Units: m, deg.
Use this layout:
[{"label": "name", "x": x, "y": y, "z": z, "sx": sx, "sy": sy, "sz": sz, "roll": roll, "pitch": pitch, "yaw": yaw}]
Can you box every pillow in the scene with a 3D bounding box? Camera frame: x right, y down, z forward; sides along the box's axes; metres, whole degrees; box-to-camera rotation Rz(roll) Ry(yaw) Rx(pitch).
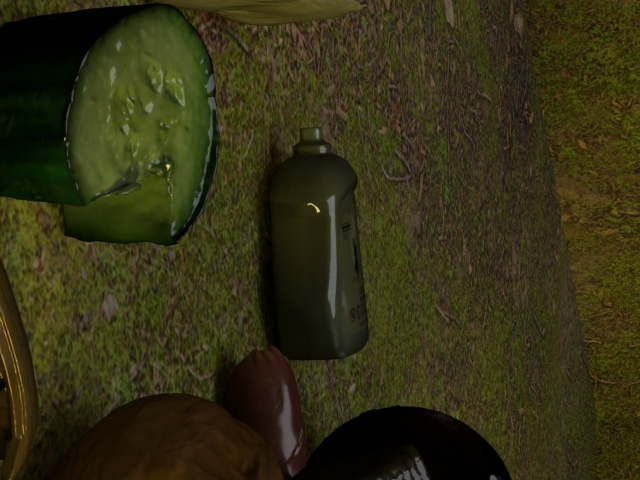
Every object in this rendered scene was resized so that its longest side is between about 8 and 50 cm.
[{"label": "pillow", "x": -0.058, "y": -0.239, "z": 1.412, "sx": 0.230, "sy": 0.148, "sz": 0.050, "roll": -5, "pitch": 96, "yaw": -70}]

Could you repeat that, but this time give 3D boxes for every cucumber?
[{"label": "cucumber", "x": -0.169, "y": -0.094, "z": 1.100, "sx": 0.191, "sy": 0.130, "sz": 0.191, "roll": -4, "pitch": 90, "yaw": -67}]

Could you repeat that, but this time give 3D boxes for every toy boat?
[{"label": "toy boat", "x": -0.236, "y": 0.069, "z": 0.972, "sx": 0.072, "sy": 0.064, "sz": 0.206, "roll": -41, "pitch": 127, "yaw": -49}]

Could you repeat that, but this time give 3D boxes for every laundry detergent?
[{"label": "laundry detergent", "x": 0.000, "y": 0.000, "z": 1.635, "sx": 0.181, "sy": 0.091, "sz": 0.253, "roll": -16, "pitch": 102, "yaw": -72}]

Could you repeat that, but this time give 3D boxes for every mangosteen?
[{"label": "mangosteen", "x": 0.103, "y": 0.320, "z": 1.588, "sx": 0.297, "sy": 0.293, "sz": 0.297, "roll": 21, "pitch": 62, "yaw": -44}]

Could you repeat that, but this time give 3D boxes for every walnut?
[{"label": "walnut", "x": -0.114, "y": 0.218, "z": 1.112, "sx": 0.221, "sy": 0.195, "sz": 0.195, "roll": -57, "pitch": 140, "yaw": -54}]

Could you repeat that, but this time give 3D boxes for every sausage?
[{"label": "sausage", "x": -0.047, "y": 0.321, "z": 1.456, "sx": 0.088, "sy": 0.088, "sz": 0.433, "roll": 7, "pitch": 79, "yaw": -71}]

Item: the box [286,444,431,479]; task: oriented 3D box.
[{"label": "box", "x": 0.039, "y": 0.344, "z": 1.326, "sx": 0.143, "sy": 0.184, "sz": 0.273, "roll": -23, "pitch": 92, "yaw": -42}]
